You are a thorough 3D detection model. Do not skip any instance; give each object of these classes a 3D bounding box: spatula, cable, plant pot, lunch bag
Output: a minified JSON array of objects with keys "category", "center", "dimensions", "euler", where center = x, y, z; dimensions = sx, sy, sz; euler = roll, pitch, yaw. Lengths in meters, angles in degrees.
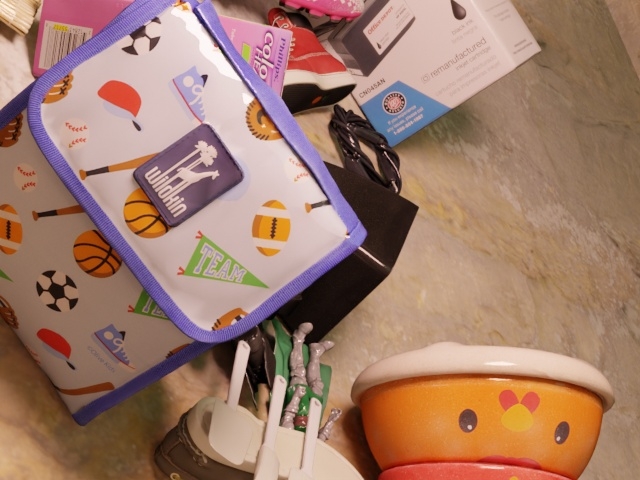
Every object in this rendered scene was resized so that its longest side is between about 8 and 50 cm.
[{"category":"spatula","center":[-0.056,0.211,1.493],"dimensions":[0.168,0.019,0.242],"euler":[40,23,-15]},{"category":"cable","center":[0.080,-0.151,2.164],"dimensions":[0.184,0.047,0.150],"euler":[58,30,1]},{"category":"plant pot","center":[0.000,0.000,1.795],"dimensions":[0.167,0.188,0.187],"euler":[40,34,-9]},{"category":"lunch bag","center":[-0.185,-0.038,1.345],"dimensions":[0.327,0.385,0.239],"euler":[54,30,-9]}]

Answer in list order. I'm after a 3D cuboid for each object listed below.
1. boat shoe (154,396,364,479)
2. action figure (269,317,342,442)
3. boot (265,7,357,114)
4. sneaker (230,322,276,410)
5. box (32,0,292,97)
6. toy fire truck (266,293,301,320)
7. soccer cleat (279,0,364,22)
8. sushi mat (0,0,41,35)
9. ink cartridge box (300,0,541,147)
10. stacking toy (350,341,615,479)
[{"category":"boat shoe","center":[-0.057,0.279,1.528],"dimensions":[0.305,0.091,0.109],"euler":[32,28,-34]},{"category":"action figure","center":[-0.022,0.218,1.679],"dimensions":[0.137,0.063,0.232],"euler":[39,39,-35]},{"category":"boot","center":[-0.063,-0.290,2.057],"dimensions":[0.176,0.088,0.244],"euler":[55,30,10]},{"category":"sneaker","center":[-0.090,0.132,1.660],"dimensions":[0.170,0.051,0.089],"euler":[-110,-179,-60]},{"category":"box","center":[-0.198,-0.238,1.654],"dimensions":[0.243,0.214,0.117],"euler":[-2,104,-56]},{"category":"toy fire truck","center":[-0.114,-0.036,1.622],"dimensions":[0.246,0.158,0.217],"euler":[38,14,15]},{"category":"soccer cleat","center":[-0.050,-0.440,2.067],"dimensions":[0.331,0.143,0.116],"euler":[8,15,-38]},{"category":"sushi mat","center":[-0.465,-0.383,1.580],"dimensions":[0.316,0.019,0.151],"euler":[34,39,-29]},{"category":"ink cartridge box","center":[0.142,-0.404,2.245],"dimensions":[0.395,0.285,0.166],"euler":[57,31,-2]},{"category":"stacking toy","center":[0.209,0.394,1.683],"dimensions":[0.351,0.351,0.479],"euler":[23,61,-45]}]
